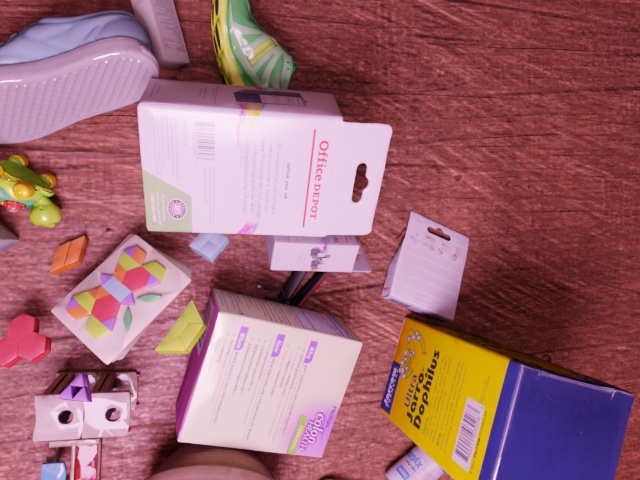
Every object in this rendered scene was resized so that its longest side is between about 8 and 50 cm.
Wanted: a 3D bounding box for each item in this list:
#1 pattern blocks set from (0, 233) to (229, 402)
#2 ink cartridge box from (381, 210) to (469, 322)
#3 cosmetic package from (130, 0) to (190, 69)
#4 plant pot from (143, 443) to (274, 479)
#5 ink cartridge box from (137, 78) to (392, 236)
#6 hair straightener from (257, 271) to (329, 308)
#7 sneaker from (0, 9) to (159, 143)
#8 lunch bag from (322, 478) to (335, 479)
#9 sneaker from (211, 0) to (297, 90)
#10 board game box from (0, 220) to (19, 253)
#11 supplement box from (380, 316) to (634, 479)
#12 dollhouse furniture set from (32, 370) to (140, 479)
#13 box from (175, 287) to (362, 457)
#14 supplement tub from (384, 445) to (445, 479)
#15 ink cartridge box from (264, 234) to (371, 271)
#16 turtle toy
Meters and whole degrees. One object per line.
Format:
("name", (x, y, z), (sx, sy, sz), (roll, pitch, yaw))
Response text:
("pattern blocks set", (-0.302, 0.082, 0.745), (0.285, 0.026, 0.325), (19, 63, 13))
("ink cartridge box", (0.207, 0.052, 0.963), (0.145, 0.045, 0.179), (23, 67, -14))
("cosmetic package", (-0.262, -0.344, 0.802), (0.041, 0.060, 0.115), (-11, 95, 30))
("plant pot", (-0.175, 0.394, 0.796), (0.237, 0.109, 0.237), (-2, 131, -2))
("ink cartridge box", (-0.086, -0.122, 0.767), (0.353, 0.119, 0.207), (2, 124, -10))
("hair straightener", (-0.086, 0.109, 0.874), (0.230, 0.047, 0.089), (-48, 111, -4))
("sneaker", (-0.433, -0.257, 0.748), (0.366, 0.135, 0.150), (-14, 61, -8))
("lunch bag", (0.008, 0.565, 0.887), (0.219, 0.090, 0.176), (-45, 104, -9))
("sneaker", (-0.109, -0.306, 0.832), (0.123, 0.109, 0.295), (-17, 105, -16))
("board game box", (-0.640, -0.048, 0.693), (0.224, 0.097, 0.303), (-40, 100, -11))
("supplement box", (0.271, 0.269, 0.810), (0.194, 0.356, 0.195), (17, 87, -15))
("dollhouse furniture set", (-0.356, 0.309, 0.759), (0.129, 0.129, 0.183), (3, 89, -15))
("box", (-0.088, 0.218, 0.808), (0.243, 0.117, 0.213), (16, 97, -20))
("supplement tub", (0.185, 0.440, 0.939), (0.107, 0.071, 0.071), (-35, 100, -13))
("ink cartridge box", (0.000, 0.000, 0.855), (0.181, 0.104, 0.061), (3, 126, -16))
("turtle toy", (-0.455, -0.073, 0.751), (0.130, 0.095, 0.066), (37, 104, -12))
